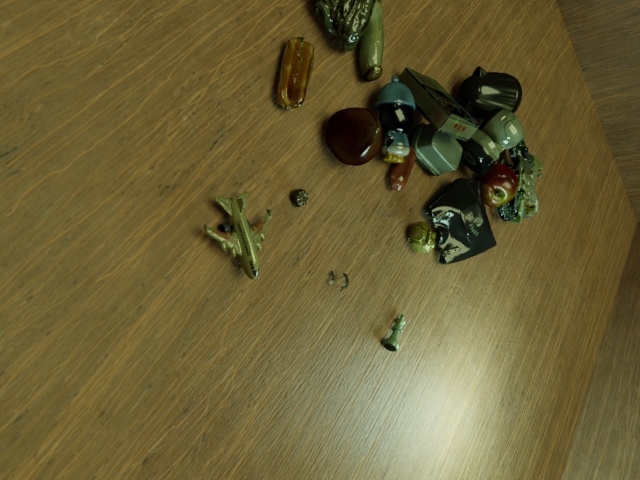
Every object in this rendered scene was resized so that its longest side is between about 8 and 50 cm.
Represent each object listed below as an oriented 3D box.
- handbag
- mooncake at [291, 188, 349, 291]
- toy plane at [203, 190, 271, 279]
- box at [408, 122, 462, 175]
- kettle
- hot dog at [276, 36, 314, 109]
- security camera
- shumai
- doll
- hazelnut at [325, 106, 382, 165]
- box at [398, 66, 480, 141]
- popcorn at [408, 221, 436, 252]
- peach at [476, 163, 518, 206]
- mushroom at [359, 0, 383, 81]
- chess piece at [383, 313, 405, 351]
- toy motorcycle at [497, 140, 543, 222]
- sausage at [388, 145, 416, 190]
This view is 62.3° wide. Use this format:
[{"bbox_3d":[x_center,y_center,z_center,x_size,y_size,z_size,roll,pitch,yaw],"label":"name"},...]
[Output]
[{"bbox_3d":[0.565,-0.069,2.172,0.287,0.152,0.343,-28,105,-28],"label":"handbag"},{"bbox_3d":[-0.006,0.000,1.700,0.347,0.057,0.150,48,70,-22],"label":"mooncake"},{"bbox_3d":[-0.219,-0.011,1.473,0.228,0.092,0.245,-16,98,-44],"label":"toy plane"},{"bbox_3d":[0.452,-0.360,2.089,0.210,0.129,0.148,37,64,-35],"label":"box"},{"bbox_3d":[0.706,-0.631,2.330,0.271,0.251,0.208,-1,57,-36],"label":"kettle"},{"bbox_3d":[-0.080,-0.525,1.657,0.104,0.076,0.250,13,74,-21],"label":"hot dog"},{"bbox_3d":[0.727,-0.436,2.242,0.277,0.197,0.191,-40,76,-3],"label":"security camera"},{"bbox_3d":[0.072,-0.784,1.772,0.218,0.189,0.256,21,79,-18],"label":"shumai"},{"bbox_3d":[0.268,-0.441,1.921,0.177,0.141,0.314,6,87,-58],"label":"doll"},{"bbox_3d":[0.126,-0.347,1.739,0.208,0.208,0.208,4,84,-42],"label":"hazelnut"},{"bbox_3d":[0.440,-0.516,2.004,0.198,0.084,0.310,5,43,-42],"label":"box"},{"bbox_3d":[0.395,-0.012,2.028,0.116,0.106,0.121,9,81,-32],"label":"popcorn"},{"bbox_3d":[0.782,-0.253,2.355,0.197,0.197,0.198,4,84,-42],"label":"peach"},{"bbox_3d":[0.186,-0.731,1.896,0.087,0.107,0.334,4,84,-9],"label":"mushroom"},{"bbox_3d":[0.277,0.328,1.930,0.059,0.059,0.149,49,51,-29],"label":"chess piece"},{"bbox_3d":[0.941,-0.274,2.514,0.236,0.168,0.411,21,78,-33],"label":"toy motorcycle"},{"bbox_3d":[0.308,-0.273,1.991,0.077,0.077,0.194,42,59,-32],"label":"sausage"}]
